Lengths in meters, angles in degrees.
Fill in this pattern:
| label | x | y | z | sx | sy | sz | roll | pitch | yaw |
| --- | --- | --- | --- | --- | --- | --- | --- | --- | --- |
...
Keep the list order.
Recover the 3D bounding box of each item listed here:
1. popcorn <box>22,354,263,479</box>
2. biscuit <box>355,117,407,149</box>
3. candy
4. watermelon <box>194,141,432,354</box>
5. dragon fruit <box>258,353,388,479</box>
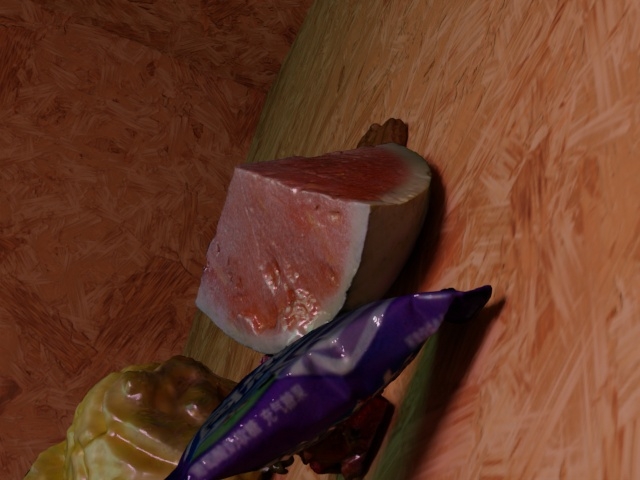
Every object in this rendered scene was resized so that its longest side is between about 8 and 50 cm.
| label | x | y | z | sx | sy | sz | roll | pitch | yaw |
| --- | --- | --- | --- | --- | --- | --- | --- | --- | --- |
| popcorn | -0.180 | 0.257 | 1.162 | 0.293 | 0.293 | 0.237 | -90 | 16 | -64 |
| biscuit | 0.040 | -0.032 | 1.120 | 0.208 | 0.041 | 0.290 | 122 | 164 | -45 |
| candy | -0.002 | 0.101 | 0.676 | 0.275 | 0.070 | 0.145 | -32 | -4 | -14 |
| watermelon | 0.000 | 0.000 | 0.909 | 0.256 | 0.176 | 0.260 | -52 | 39 | -3 |
| dragon fruit | -0.005 | 0.158 | 0.833 | 0.147 | 0.102 | 0.096 | 180 | 105 | -77 |
